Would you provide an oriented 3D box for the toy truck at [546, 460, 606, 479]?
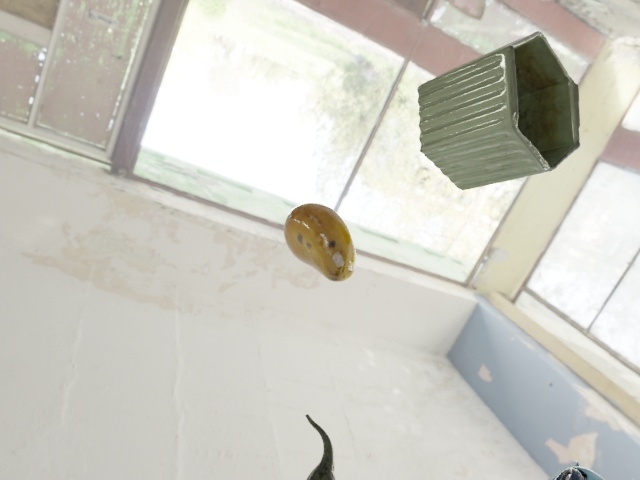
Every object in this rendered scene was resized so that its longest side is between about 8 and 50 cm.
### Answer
[{"bbox_3d":[0.240,0.252,0.489,0.056,0.073,0.090,34,173,14],"label":"toy truck"}]

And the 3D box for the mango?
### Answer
[{"bbox_3d":[-0.001,-0.004,0.873,0.090,0.115,0.178,-11,-155,-26],"label":"mango"}]

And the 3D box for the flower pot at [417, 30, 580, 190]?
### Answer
[{"bbox_3d":[0.305,-0.214,0.873,0.239,0.209,0.189,38,153,-30],"label":"flower pot"}]

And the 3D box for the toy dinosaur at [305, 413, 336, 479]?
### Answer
[{"bbox_3d":[-0.028,0.464,0.977,0.087,0.179,0.187,-6,-164,46],"label":"toy dinosaur"}]
